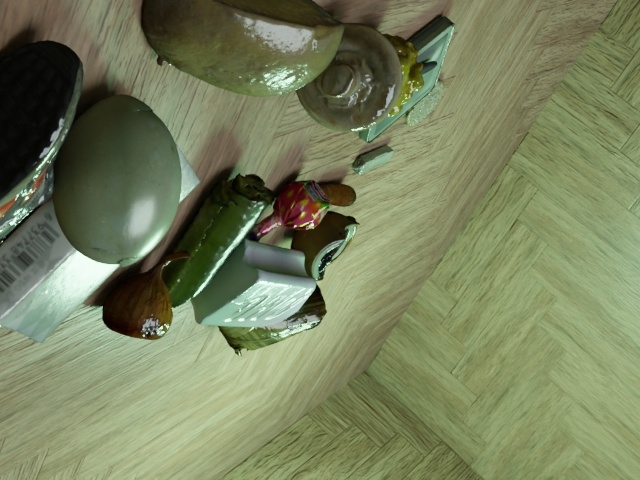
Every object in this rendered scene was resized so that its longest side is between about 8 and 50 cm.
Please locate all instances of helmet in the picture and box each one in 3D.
[{"bbox_3d":[0.000,0.000,2.449,0.198,0.130,0.224,-54,174,20],"label":"helmet"}]

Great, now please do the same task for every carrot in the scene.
[{"bbox_3d":[0.034,-0.118,2.398,0.060,0.060,0.186,-54,155,17],"label":"carrot"}]

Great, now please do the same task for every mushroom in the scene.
[{"bbox_3d":[0.048,-0.299,1.745,0.207,0.207,0.215,-53,-178,16],"label":"mushroom"}]

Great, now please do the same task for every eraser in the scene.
[{"bbox_3d":[-0.381,-0.015,1.544,0.397,0.082,0.213,-46,164,-7],"label":"eraser"}]

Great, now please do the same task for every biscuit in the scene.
[{"bbox_3d":[0.279,-0.368,2.516,0.152,0.020,0.152,-42,161,-18],"label":"biscuit"}]

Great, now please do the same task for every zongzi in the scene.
[{"bbox_3d":[-0.142,0.169,2.373,0.286,0.134,0.288,-22,153,4],"label":"zongzi"}]

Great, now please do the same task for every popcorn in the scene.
[{"bbox_3d":[0.127,-0.332,1.936,0.197,0.156,0.197,-32,-168,8],"label":"popcorn"}]

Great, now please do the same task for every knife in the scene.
[{"bbox_3d":[0.194,-0.374,2.135,0.247,0.018,0.035,-29,156,-43],"label":"knife"}]

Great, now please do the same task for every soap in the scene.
[{"bbox_3d":[-0.148,0.108,2.164,0.208,0.115,0.347,-33,161,19],"label":"soap"}]

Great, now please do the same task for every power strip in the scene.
[{"bbox_3d":[0.137,-0.213,2.486,0.191,0.030,0.047,-27,155,-51],"label":"power strip"}]

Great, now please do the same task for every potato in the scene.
[{"bbox_3d":[-0.128,-0.279,1.406,0.264,0.189,0.211,-23,150,-55],"label":"potato"}]

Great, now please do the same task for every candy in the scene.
[{"bbox_3d":[-0.142,-0.016,2.147,0.365,0.124,0.124,-35,160,-15],"label":"candy"}]

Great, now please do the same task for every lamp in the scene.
[{"bbox_3d":[0.203,-0.380,2.254,0.269,0.047,0.266,-41,161,-24],"label":"lamp"}]

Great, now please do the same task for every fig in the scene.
[{"bbox_3d":[-0.342,0.099,1.862,0.146,0.133,0.201,-18,132,-83],"label":"fig"}]

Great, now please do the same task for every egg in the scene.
[{"bbox_3d":[-0.298,-0.088,1.381,0.186,0.186,0.253,5,87,-69],"label":"egg"}]

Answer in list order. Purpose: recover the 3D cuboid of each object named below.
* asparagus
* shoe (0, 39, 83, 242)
[{"bbox_3d":[-0.242,0.023,1.944,0.382,0.108,0.128,-53,164,20],"label":"asparagus"},{"bbox_3d":[-0.396,-0.107,1.249,0.336,0.132,0.171,-50,168,13],"label":"shoe"}]
